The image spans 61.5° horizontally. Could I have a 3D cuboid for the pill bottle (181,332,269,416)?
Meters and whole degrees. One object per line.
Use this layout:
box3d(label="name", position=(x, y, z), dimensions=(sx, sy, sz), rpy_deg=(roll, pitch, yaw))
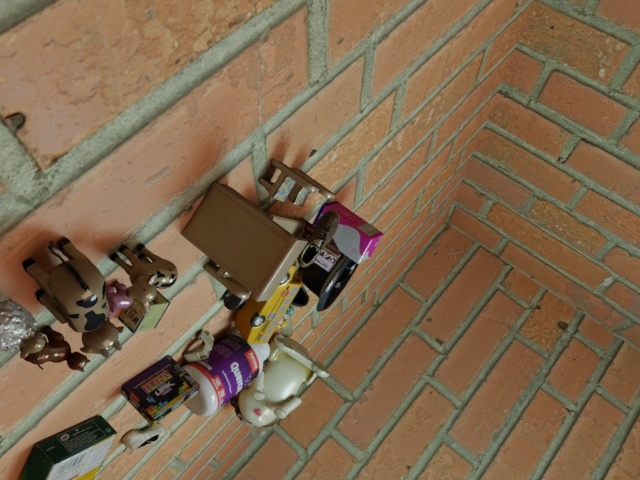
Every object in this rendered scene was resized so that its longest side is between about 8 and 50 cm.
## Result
box3d(label="pill bottle", position=(-0.322, 0.434, 1.824), dimensions=(0.323, 0.182, 0.181), rpy_deg=(-33, 153, -46))

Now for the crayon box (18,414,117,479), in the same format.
box3d(label="crayon box", position=(-0.704, 0.642, 1.441), dimensions=(0.322, 0.083, 0.203), rpy_deg=(-60, 160, 17))

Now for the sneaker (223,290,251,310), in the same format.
box3d(label="sneaker", position=(-0.237, 0.138, 1.700), dimensions=(0.178, 0.072, 0.077), rpy_deg=(-47, 174, 6))

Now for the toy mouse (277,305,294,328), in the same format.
box3d(label="toy mouse", position=(-0.150, 0.321, 2.269), dimensions=(0.161, 0.031, 0.143), rpy_deg=(-24, 146, -55))

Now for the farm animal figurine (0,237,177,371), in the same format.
box3d(label="farm animal figurine", position=(-0.426, 0.124, 1.028), dimensions=(0.330, 0.172, 0.326), rpy_deg=(-47, 160, -19))

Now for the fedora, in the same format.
box3d(label="fedora", position=(0.033, 0.116, 2.137), dimensions=(0.334, 0.153, 0.334), rpy_deg=(-53, 166, -20))

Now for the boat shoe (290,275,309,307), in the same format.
box3d(label="boat shoe", position=(-0.110, 0.178, 2.003), dimensions=(0.112, 0.096, 0.335), rpy_deg=(-51, 162, -6))

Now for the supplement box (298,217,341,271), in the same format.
box3d(label="supplement box", position=(-0.018, 0.009, 1.714), dimensions=(0.073, 0.130, 0.239), rpy_deg=(-56, -168, 8))

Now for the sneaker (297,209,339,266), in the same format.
box3d(label="sneaker", position=(0.000, 0.000, 1.553), dimensions=(0.188, 0.066, 0.071), rpy_deg=(-58, -167, 6))

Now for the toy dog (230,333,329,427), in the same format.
box3d(label="toy dog", position=(-0.222, 0.630, 2.369), dimensions=(0.407, 0.285, 0.395), rpy_deg=(-54, -162, -3))

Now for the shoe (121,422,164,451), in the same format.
box3d(label="shoe", position=(-0.585, 0.666, 1.807), dimensions=(0.076, 0.058, 0.219), rpy_deg=(-53, 162, 1))

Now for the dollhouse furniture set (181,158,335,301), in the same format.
box3d(label="dollhouse furniture set", position=(-0.123, 0.004, 1.407), dimensions=(0.362, 0.257, 0.394), rpy_deg=(-56, 161, 9))

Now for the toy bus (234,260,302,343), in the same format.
box3d(label="toy bus", position=(-0.170, 0.190, 1.799), dimensions=(0.130, 0.108, 0.332), rpy_deg=(10, 118, -44))

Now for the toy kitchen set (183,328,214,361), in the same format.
box3d(label="toy kitchen set", position=(-0.394, 0.328, 1.713), dimensions=(0.083, 0.075, 0.068), rpy_deg=(-82, 151, -55))

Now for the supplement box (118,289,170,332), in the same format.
box3d(label="supplement box", position=(-0.424, 0.169, 1.297), dimensions=(0.083, 0.056, 0.083), rpy_deg=(-57, 161, 13))

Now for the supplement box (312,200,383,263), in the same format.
box3d(label="supplement box", position=(0.095, -0.031, 1.920), dimensions=(0.114, 0.220, 0.111), rpy_deg=(-20, 143, -58))

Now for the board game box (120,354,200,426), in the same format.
box3d(label="board game box", position=(-0.458, 0.428, 1.549), dimensions=(0.170, 0.141, 0.048), rpy_deg=(-32, 154, -47))
